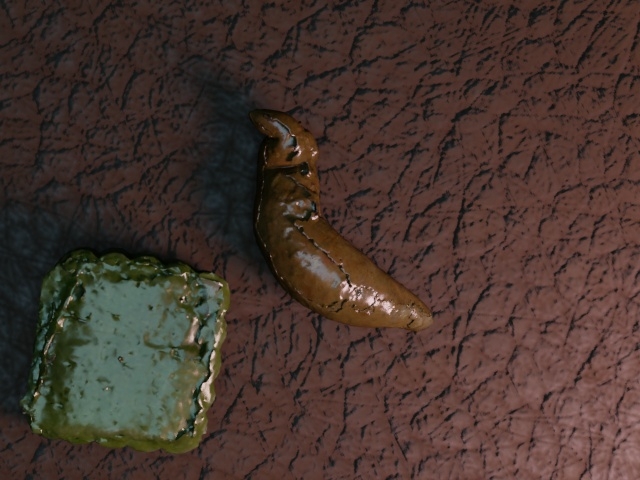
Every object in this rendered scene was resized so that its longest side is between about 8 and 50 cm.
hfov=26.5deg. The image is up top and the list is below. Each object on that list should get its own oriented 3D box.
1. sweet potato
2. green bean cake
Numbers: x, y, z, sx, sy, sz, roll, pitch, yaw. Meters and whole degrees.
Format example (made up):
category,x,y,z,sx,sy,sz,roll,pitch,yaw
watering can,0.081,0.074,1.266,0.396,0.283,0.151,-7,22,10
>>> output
category,x,y,z,sx,sy,sz,roll,pitch,yaw
sweet potato,-0.004,0.000,1.468,0.124,0.098,0.310,-37,96,-11
green bean cake,-0.203,0.117,1.438,0.200,0.113,0.214,8,88,-4
